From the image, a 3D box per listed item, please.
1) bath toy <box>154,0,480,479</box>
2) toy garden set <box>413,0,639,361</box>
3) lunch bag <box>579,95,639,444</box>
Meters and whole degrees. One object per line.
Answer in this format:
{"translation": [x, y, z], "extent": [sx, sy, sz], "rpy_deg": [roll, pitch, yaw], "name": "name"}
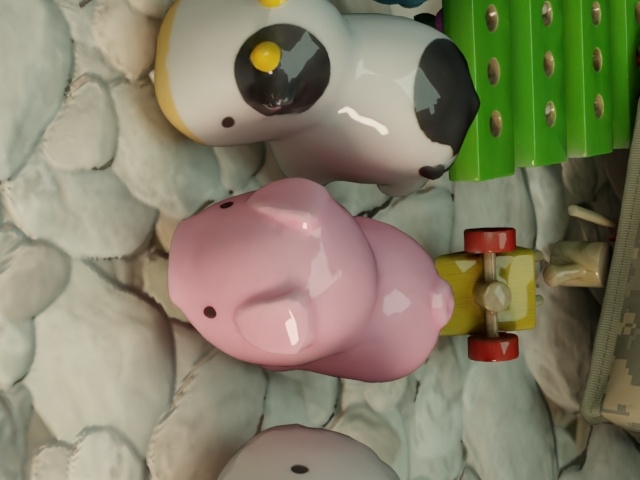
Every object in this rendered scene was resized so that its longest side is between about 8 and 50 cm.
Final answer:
{"translation": [0.000, 0.000, 0.720], "extent": [0.151, 0.129, 0.348], "rpy_deg": [5, 76, -13], "name": "bath toy"}
{"translation": [0.121, -0.051, 0.932], "extent": [0.244, 0.049, 0.203], "rpy_deg": [-13, 102, -58], "name": "toy garden set"}
{"translation": [0.300, -0.006, 0.953], "extent": [0.169, 0.235, 0.287], "rpy_deg": [29, 71, -57], "name": "lunch bag"}
